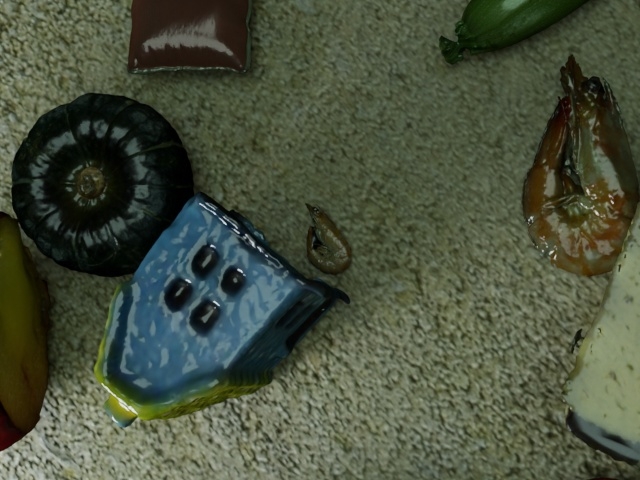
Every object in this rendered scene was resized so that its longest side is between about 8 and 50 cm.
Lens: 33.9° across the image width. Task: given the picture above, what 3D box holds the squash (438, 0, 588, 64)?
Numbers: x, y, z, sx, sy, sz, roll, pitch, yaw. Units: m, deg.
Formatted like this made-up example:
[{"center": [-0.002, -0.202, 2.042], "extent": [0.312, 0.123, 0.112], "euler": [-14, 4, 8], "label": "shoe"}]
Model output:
[{"center": [0.323, -0.353, 1.396], "extent": [0.378, 0.101, 0.101], "euler": [-31, 78, 7], "label": "squash"}]

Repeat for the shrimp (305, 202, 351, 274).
[{"center": [0.000, 0.000, 1.450], "extent": [0.059, 0.023, 0.108], "euler": [-39, 77, 13], "label": "shrimp"}]

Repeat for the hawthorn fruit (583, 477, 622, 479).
[{"center": [0.349, 0.374, 1.261], "extent": [0.189, 0.189, 0.189], "euler": [-1, 82, 11], "label": "hawthorn fruit"}]

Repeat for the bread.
[{"center": [0.477, 0.102, 1.190], "extent": [0.345, 0.242, 0.405], "euler": [25, 124, 22], "label": "bread"}]

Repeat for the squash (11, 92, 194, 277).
[{"center": [-0.299, -0.074, 1.442], "extent": [0.252, 0.165, 0.252], "euler": [-2, 82, 11], "label": "squash"}]

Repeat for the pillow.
[{"center": [-0.183, -0.314, 1.498], "extent": [0.179, 0.075, 0.171], "euler": [0, 77, 8], "label": "pillow"}]

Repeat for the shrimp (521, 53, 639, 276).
[{"center": [0.339, -0.099, 1.379], "extent": [0.154, 0.062, 0.294], "euler": [-5, 83, 16], "label": "shrimp"}]

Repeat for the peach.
[{"center": [-0.463, 0.120, 1.384], "extent": [0.281, 0.281, 0.338], "euler": [38, 110, 13], "label": "peach"}]

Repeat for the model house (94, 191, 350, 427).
[{"center": [-0.149, 0.109, 1.353], "extent": [0.215, 0.237, 0.303], "euler": [43, 92, 13], "label": "model house"}]
